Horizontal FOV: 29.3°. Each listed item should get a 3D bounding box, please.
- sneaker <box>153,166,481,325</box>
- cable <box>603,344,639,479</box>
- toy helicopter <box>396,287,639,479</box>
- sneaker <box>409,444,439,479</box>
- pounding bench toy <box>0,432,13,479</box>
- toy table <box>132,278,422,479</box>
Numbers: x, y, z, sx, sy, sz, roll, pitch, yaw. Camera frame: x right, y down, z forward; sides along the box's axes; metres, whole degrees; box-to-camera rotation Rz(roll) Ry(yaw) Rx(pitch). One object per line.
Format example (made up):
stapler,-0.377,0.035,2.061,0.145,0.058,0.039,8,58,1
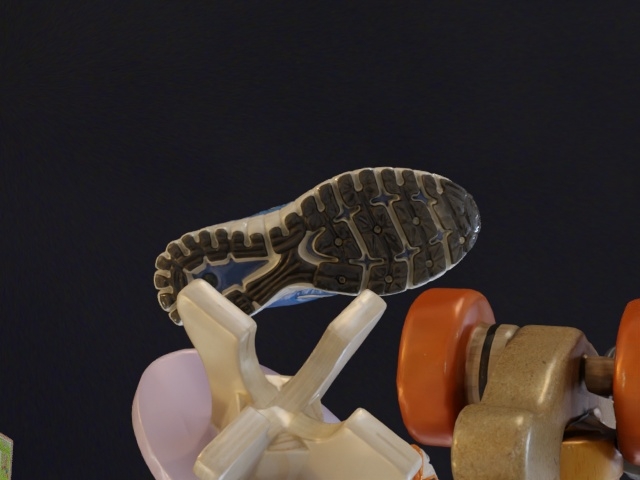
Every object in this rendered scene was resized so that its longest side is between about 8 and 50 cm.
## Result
sneaker,0.000,0.000,1.255,0.329,0.147,0.130,-12,-85,12
cable,0.286,0.119,0.862,0.150,0.184,0.047,-55,-40,-41
toy helicopter,0.086,0.190,0.560,0.140,0.355,0.235,2,-62,24
sneaker,0.127,0.319,1.308,0.099,0.262,0.121,-33,-74,4
pounding bench toy,-0.310,0.191,1.051,0.065,0.083,0.052,-3,-110,4
toy table,-0.035,0.163,1.093,0.274,0.161,0.252,29,-134,4
